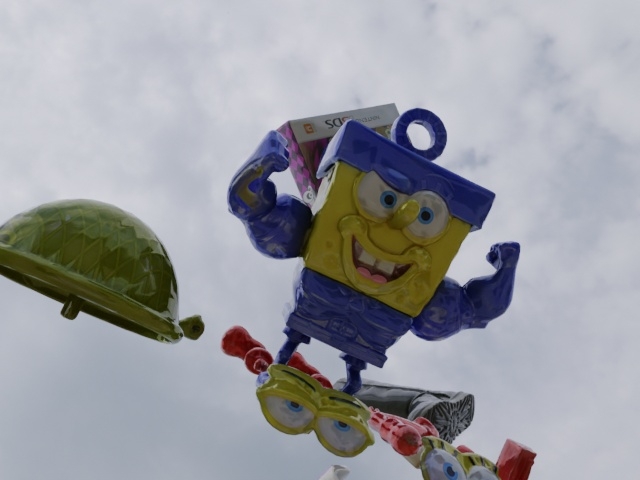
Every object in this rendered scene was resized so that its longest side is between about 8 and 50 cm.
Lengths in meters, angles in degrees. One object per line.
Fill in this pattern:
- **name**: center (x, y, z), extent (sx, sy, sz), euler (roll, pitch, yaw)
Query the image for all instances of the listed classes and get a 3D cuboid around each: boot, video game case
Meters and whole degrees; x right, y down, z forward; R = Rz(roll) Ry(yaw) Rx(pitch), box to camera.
- **boot**: center (0.094, 0.239, 0.896), extent (0.208, 0.189, 0.076), euler (6, -92, 34)
- **video game case**: center (0.067, -0.065, 0.846), extent (0.210, 0.042, 0.232), euler (-19, -95, -40)

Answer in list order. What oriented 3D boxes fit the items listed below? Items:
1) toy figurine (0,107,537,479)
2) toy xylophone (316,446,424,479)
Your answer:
- **toy figurine**: center (0.000, 0.000, 0.425), extent (0.362, 0.191, 0.217), euler (26, -95, -6)
- **toy xylophone**: center (0.069, 0.340, 0.594), extent (0.236, 0.323, 0.081), euler (-40, -46, 7)
